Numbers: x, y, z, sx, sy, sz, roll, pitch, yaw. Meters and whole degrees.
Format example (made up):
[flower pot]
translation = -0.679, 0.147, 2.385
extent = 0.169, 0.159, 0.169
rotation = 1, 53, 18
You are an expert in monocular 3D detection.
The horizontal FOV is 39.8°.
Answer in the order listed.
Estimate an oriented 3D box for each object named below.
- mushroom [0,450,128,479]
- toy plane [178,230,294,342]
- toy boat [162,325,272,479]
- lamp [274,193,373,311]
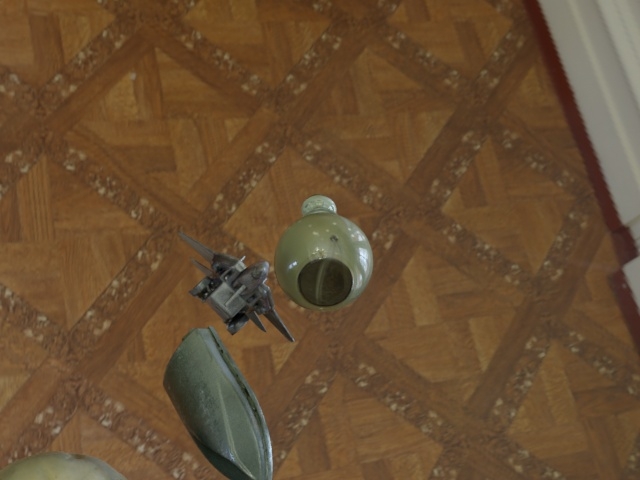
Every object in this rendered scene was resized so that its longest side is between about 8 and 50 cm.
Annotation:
[mushroom]
translation = -0.478, 0.523, 1.490
extent = 0.356, 0.315, 0.315
rotation = -25, 75, 9
[toy plane]
translation = -0.100, 0.061, 1.072
extent = 0.212, 0.267, 0.088
rotation = 44, 82, -4
[toy boat]
translation = -0.159, 0.280, 1.447
extent = 0.092, 0.141, 0.319
rotation = 11, 29, -42
[lamp]
translation = 0.000, 0.000, 0.847
extent = 0.091, 0.091, 0.163
rotation = 17, 25, -13
